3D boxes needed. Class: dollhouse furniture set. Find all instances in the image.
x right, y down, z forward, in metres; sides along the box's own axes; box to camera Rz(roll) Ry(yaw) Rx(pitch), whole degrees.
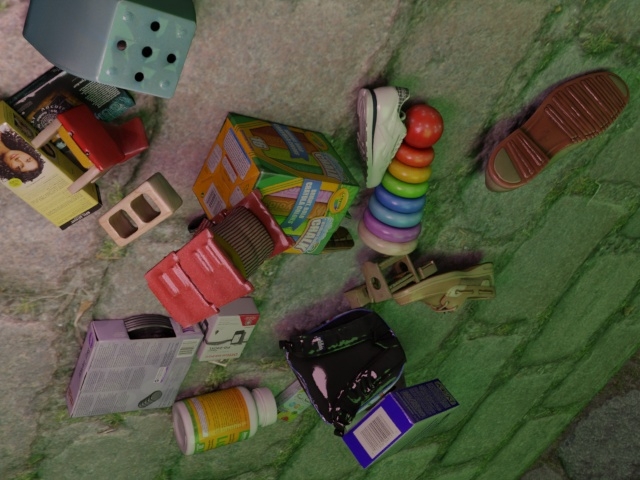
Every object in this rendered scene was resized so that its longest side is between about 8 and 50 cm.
[{"bbox_3d":[0.162,0.078,1.813,0.182,0.101,0.161,-26,-178,-39],"label":"dollhouse furniture set"},{"bbox_3d":[-0.231,-0.072,1.141,0.152,0.201,0.374,-31,101,27],"label":"dollhouse furniture set"}]

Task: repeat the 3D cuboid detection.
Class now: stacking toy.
[{"bbox_3d":[0.185,-0.134,1.549,0.141,0.141,0.330,-6,129,-30],"label":"stacking toy"}]

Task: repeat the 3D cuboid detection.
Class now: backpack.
[{"bbox_3d":[0.076,0.305,1.832,0.263,0.276,0.213,-31,175,2],"label":"backpack"}]

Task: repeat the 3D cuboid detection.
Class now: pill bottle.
[{"bbox_3d":[-0.241,0.449,1.856,0.245,0.136,0.136,-9,136,-27],"label":"pill bottle"}]

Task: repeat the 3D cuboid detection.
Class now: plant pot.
[{"bbox_3d":[-0.269,-0.287,0.965,0.165,0.234,0.166,7,118,-38],"label":"plant pot"}]

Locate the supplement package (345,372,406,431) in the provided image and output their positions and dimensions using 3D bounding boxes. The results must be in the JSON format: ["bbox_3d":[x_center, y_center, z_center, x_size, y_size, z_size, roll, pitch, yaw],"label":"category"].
[{"bbox_3d":[0.119,0.397,2.036,0.203,0.149,0.194,-27,142,-7],"label":"supplement package"}]

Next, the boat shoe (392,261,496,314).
[{"bbox_3d":[0.334,0.135,1.893,0.341,0.110,0.121,-10,176,-32],"label":"boat shoe"}]

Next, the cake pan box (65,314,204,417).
[{"bbox_3d":[-0.413,0.278,1.617,0.245,0.070,0.267,-1,132,-36],"label":"cake pan box"}]

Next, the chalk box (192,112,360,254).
[{"bbox_3d":[-0.058,-0.097,1.376,0.289,0.180,0.179,4,129,-38],"label":"chalk box"}]

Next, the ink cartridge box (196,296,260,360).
[{"bbox_3d":[-0.218,0.204,1.673,0.109,0.063,0.150,1,130,-35],"label":"ink cartridge box"}]

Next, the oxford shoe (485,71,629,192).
[{"bbox_3d":[0.533,-0.251,1.687,0.397,0.140,0.146,-33,173,-7],"label":"oxford shoe"}]

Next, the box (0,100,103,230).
[{"bbox_3d":[-0.449,-0.111,1.146,0.087,0.058,0.232,-30,143,7],"label":"box"}]

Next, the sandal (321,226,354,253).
[{"bbox_3d":[0.000,0.000,1.615,0.180,0.072,0.049,6,149,-43],"label":"sandal"}]

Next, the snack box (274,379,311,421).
[{"bbox_3d":[-0.069,0.447,2.051,0.141,0.037,0.100,-41,142,10],"label":"snack box"}]

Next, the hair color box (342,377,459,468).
[{"bbox_3d":[0.218,0.472,1.915,0.185,0.110,0.339,-46,155,18],"label":"hair color box"}]

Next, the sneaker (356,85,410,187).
[{"bbox_3d":[0.125,-0.200,1.451,0.094,0.090,0.235,-11,138,-11],"label":"sneaker"}]

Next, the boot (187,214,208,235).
[{"bbox_3d":[-0.238,0.022,1.472,0.246,0.083,0.161,-31,135,-12],"label":"boot"}]

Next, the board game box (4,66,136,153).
[{"bbox_3d":[-0.402,-0.207,1.145,0.186,0.026,0.126,-34,143,1],"label":"board game box"}]
